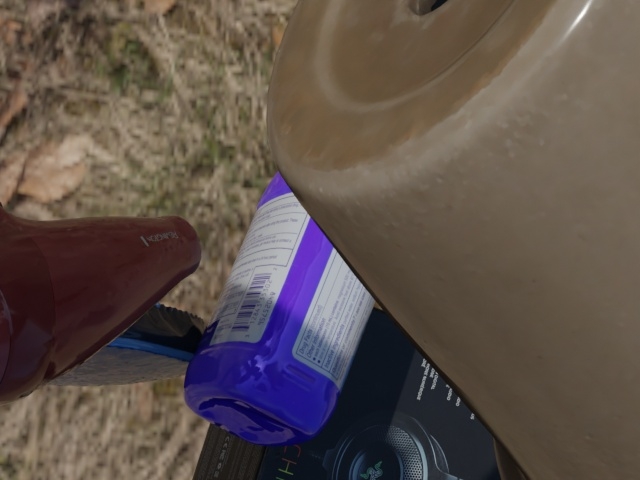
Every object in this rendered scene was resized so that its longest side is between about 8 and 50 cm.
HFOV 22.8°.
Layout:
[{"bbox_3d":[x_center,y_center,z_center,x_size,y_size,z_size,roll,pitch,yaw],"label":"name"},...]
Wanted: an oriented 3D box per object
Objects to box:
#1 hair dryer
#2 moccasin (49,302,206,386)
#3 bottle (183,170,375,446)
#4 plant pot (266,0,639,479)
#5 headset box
[{"bbox_3d":[-0.179,-0.025,0.793,0.293,0.224,0.080,25,142,-34],"label":"hair dryer"},{"bbox_3d":[-0.218,0.034,1.194,0.137,0.117,0.342,-22,154,37],"label":"moccasin"},{"bbox_3d":[0.000,0.000,1.094,0.092,0.283,0.118,31,155,-20],"label":"bottle"},{"bbox_3d":[0.110,-0.021,0.507,0.229,0.263,0.263,34,121,-29],"label":"plant pot"},{"bbox_3d":[0.053,0.198,1.289,0.283,0.246,0.131,24,166,-24],"label":"headset box"}]
